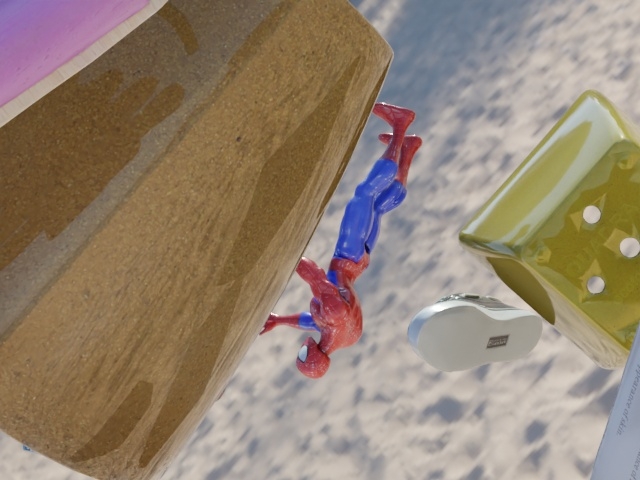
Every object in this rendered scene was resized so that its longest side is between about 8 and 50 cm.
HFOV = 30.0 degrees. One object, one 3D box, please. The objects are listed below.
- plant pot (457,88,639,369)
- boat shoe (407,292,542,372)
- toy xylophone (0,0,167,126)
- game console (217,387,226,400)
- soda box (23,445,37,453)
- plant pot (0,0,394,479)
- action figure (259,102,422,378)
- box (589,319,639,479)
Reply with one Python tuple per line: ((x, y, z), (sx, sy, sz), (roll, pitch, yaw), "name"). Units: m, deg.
((0.279, -0.002, 1.137), (0.212, 0.212, 0.187), (-49, 1, 7), "plant pot")
((0.156, 0.096, 1.312), (0.070, 0.219, 0.077), (30, 104, 39), "boat shoe")
((-0.159, -0.123, 0.450), (0.236, 0.081, 0.323), (-36, 32, -12), "toy xylophone")
((-0.260, 0.008, 0.982), (0.060, 0.342, 0.386), (-54, 18, -6), "game console")
((-0.371, 0.261, 1.805), (0.183, 0.063, 0.058), (-34, -49, -62), "soda box")
((-0.090, -0.045, 0.633), (0.254, 0.237, 0.237), (-48, 11, 6), "plant pot")
((0.000, 0.000, 1.174), (0.091, 0.139, 0.280), (62, -140, -59), "action figure")
((0.256, 0.078, 0.598), (0.119, 0.181, 0.181), (48, 140, 44), "box")
